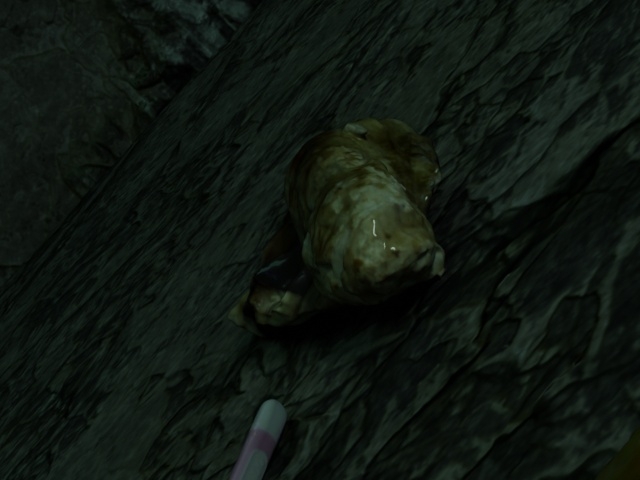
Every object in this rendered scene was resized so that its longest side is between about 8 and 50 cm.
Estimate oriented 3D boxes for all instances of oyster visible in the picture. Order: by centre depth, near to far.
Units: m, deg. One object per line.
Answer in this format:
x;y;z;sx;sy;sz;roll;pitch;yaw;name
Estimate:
-0.005;0.002;1.089;0.294;0.094;0.166;-36;25;55;oyster

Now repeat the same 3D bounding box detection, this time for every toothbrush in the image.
-0.066;0.187;0.889;0.025;0.020;0.286;-25;25;35;toothbrush

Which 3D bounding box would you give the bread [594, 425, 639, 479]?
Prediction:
0.088;0.134;0.376;0.267;0.130;0.152;-51;10;-20;bread
